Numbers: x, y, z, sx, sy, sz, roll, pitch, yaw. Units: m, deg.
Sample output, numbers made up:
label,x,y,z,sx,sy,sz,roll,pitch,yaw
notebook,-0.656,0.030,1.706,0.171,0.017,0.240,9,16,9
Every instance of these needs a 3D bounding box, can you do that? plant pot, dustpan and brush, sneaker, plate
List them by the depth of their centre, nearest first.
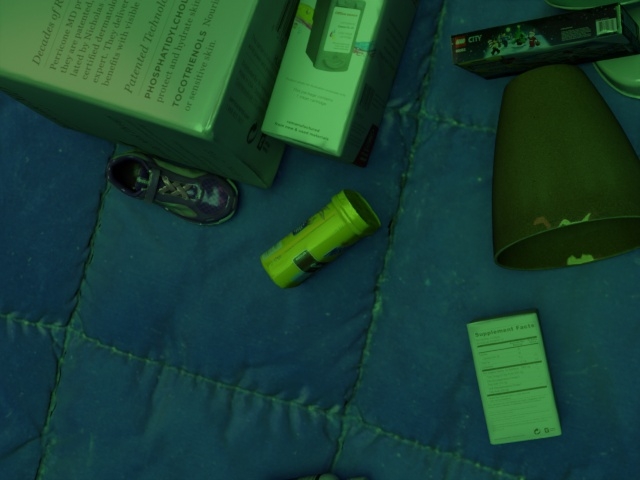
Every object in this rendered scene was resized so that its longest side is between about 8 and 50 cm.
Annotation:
label,x,y,z,sx,sy,sz,roll,pitch,yaw
plate,0.415,-0.349,1.324,0.188,0.188,0.024,-7,115,15
plant pot,0.340,-0.110,1.325,0.237,0.237,0.254,-13,72,14
dustpan and brush,0.476,-0.240,1.367,0.147,0.060,0.211,-13,80,26
sneaker,-0.252,-0.089,1.526,0.236,0.104,0.095,18,93,13

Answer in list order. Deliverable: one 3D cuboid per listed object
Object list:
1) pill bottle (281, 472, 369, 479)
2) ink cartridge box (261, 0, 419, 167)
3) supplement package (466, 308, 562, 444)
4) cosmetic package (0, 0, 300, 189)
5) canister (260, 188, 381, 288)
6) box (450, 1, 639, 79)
label,x,y,z,sx,sy,sz,roll,pitch,yaw
pill bottle,-0.012,0.424,1.453,0.187,0.112,0.112,-12,86,14
ink cartridge box,0.038,-0.275,1.389,0.131,0.226,0.306,17,93,13
supplement package,0.288,0.198,1.379,0.105,0.105,0.179,-12,86,14
cosmetic package,-0.237,-0.309,1.387,0.394,0.329,0.327,18,84,15
canister,0.000,0.000,1.448,0.170,0.126,0.073,-37,81,14
box,0.321,-0.279,1.324,0.233,0.159,0.044,-5,89,27
